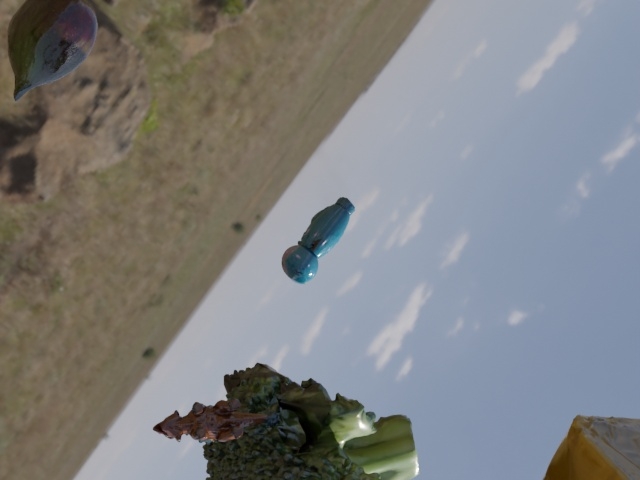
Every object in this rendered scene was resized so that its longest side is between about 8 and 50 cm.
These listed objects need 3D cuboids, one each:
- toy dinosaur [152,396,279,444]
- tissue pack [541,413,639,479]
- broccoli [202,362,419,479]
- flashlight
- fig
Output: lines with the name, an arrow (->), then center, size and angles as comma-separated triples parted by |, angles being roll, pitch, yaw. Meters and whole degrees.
toy dinosaur -> -0.117, 0.211, 1.130 | 0.055, 0.154, 0.049 | -43, -129, 56
tissue pack -> 0.331, 0.416, 1.008 | 0.293, 0.228, 0.382 | 51, -50, 50
broccoli -> -0.027, 0.323, 1.313 | 0.317, 0.338, 0.277 | -34, -142, 14
flashlight -> 0.000, 0.000, 1.233 | 0.129, 0.051, 0.051 | -49, -178, -22
fig -> -0.341, -0.240, 1.209 | 0.155, 0.103, 0.109 | -62, -178, -1
